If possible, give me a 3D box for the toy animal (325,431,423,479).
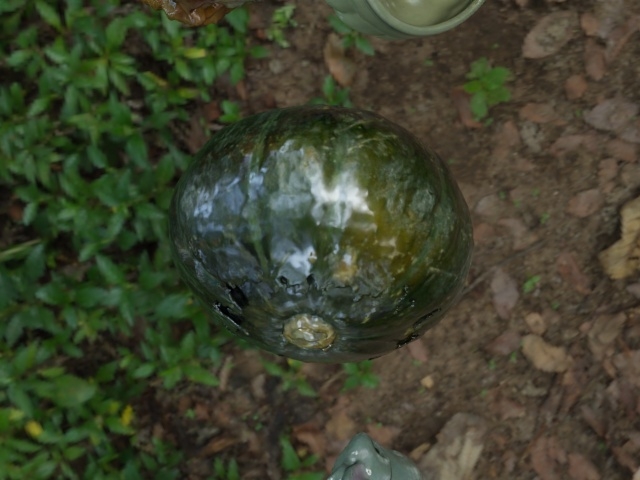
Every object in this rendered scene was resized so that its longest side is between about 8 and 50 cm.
[{"bbox_3d":[0.074,0.327,1.489,0.138,0.236,0.108,5,65,15],"label":"toy animal"}]

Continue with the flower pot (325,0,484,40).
[{"bbox_3d":[0.079,-0.434,1.425,0.244,0.307,0.307,25,119,46],"label":"flower pot"}]

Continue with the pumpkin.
[{"bbox_3d":[0.000,0.000,1.562,0.454,0.454,0.344,-18,55,42],"label":"pumpkin"}]

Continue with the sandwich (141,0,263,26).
[{"bbox_3d":[-0.117,-0.259,0.700,0.250,0.162,0.301,-38,68,9],"label":"sandwich"}]
